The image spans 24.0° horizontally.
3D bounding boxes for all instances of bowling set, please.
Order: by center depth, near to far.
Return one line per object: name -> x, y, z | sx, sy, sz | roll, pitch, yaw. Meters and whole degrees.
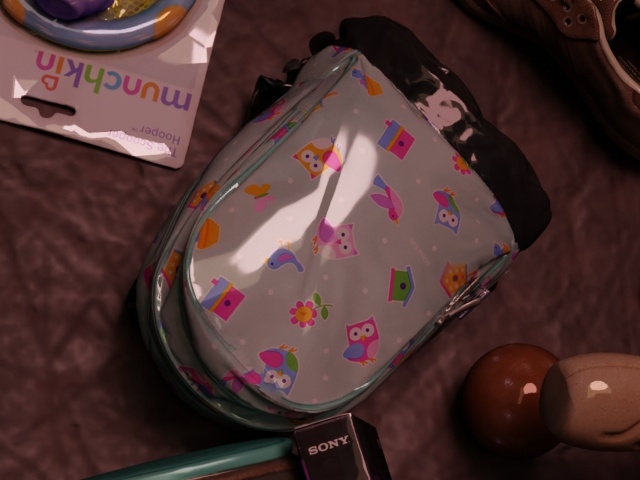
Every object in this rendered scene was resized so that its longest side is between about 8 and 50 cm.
bowling set -> 0.160, 0.108, 0.645 | 0.154, 0.287, 0.200 | 4, 40, -19

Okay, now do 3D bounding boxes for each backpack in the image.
backpack -> 0.000, 0.000, 0.663 | 0.152, 0.115, 0.182 | 46, 72, -1

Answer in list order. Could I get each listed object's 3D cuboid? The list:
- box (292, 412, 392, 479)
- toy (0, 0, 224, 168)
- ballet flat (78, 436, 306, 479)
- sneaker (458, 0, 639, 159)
box -> 0.031, 0.154, 0.625 | 0.029, 0.116, 0.162 | -20, 79, 3
toy -> -0.101, -0.167, 0.716 | 0.136, 0.056, 0.237 | 15, 71, -8
ballet flat -> -0.141, 0.142, 0.606 | 0.280, 0.095, 0.096 | -6, 86, -5
sneaker -> 0.129, -0.123, 0.749 | 0.188, 0.071, 0.066 | 45, 68, 6
